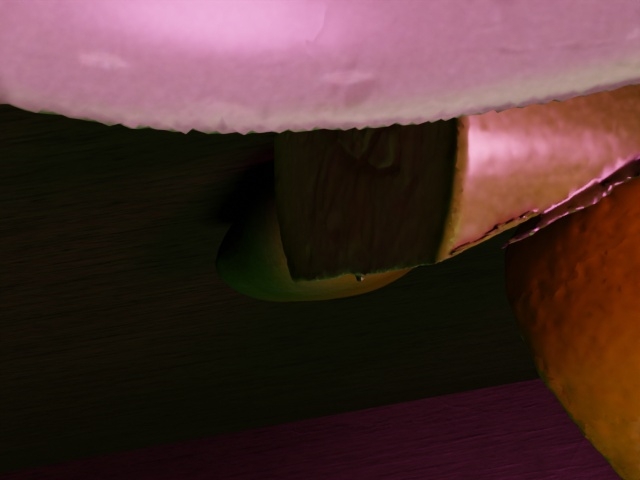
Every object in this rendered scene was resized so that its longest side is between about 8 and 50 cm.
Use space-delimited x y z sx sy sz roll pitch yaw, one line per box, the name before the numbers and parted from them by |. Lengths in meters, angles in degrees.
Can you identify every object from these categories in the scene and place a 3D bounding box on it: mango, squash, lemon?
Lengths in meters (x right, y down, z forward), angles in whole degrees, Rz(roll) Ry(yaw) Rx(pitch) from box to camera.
mango | 0.000 0.000 1.048 0.156 0.114 0.251 -10 165 -29
squash | 0.156 -0.081 0.696 0.309 0.210 0.233 2 173 -23
lemon | 0.360 0.041 1.058 0.364 0.364 0.364 -10 165 -3

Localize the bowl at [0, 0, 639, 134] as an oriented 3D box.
bowl | 0.043 -0.191 0.239 0.435 0.196 0.435 -10 165 -3
